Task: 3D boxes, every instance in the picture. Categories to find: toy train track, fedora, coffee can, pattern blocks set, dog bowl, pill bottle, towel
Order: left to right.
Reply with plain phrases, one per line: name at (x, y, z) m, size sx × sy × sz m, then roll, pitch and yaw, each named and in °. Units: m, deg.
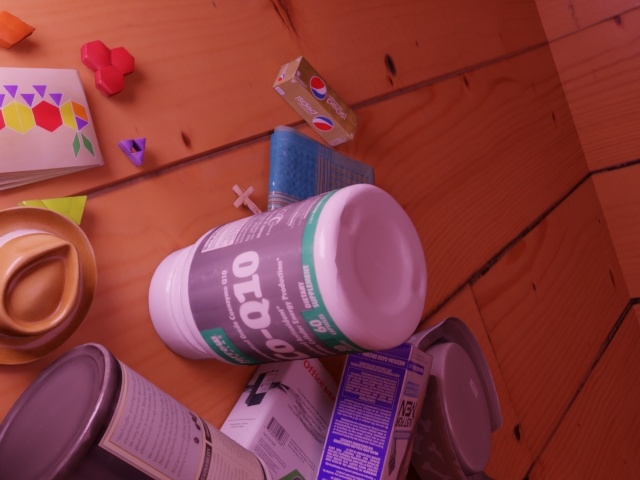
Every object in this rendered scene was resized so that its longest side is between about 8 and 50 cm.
fedora at (-0.338, 0.052, 0.815) m, size 0.194 × 0.079 × 0.194 m, roll 2°, pitch 87°, yaw -44°
pattern blocks set at (-0.370, -0.152, 0.897) m, size 0.324 × 0.026 × 0.286 m, roll -2°, pitch 80°, yaw -49°
coffee can at (-0.216, 0.278, 0.811) m, size 0.275 × 0.201 × 0.202 m, roll 45°, pitch 49°, yaw -31°
toy train track at (-0.118, -0.058, 1.161) m, size 0.083 × 0.014 × 0.048 m, roll 48°, pitch 60°, yaw -11°
pill bottle at (-0.057, 0.061, 0.934) m, size 0.204 × 0.361 × 0.204 m, roll 18°, pitch 66°, yaw -45°
towel at (0.000, 0.000, 1.269) m, size 0.271 × 0.040 × 0.370 m, roll 20°, pitch 66°, yaw -43°
dog bowl at (0.254, 0.328, 1.358) m, size 0.349 × 0.102 × 0.349 m, roll 40°, pitch 41°, yaw -48°

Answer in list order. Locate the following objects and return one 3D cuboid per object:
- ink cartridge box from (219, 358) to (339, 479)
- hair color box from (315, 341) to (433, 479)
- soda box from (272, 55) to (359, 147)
ink cartridge box at (-0.057, 0.289, 1.077) m, size 0.153 × 0.086 × 0.208 m, roll 55°, pitch 44°, yaw -23°
hair color box at (0.081, 0.328, 1.104) m, size 0.185 × 0.110 × 0.339 m, roll 37°, pitch 67°, yaw -66°
soda box at (-0.005, -0.261, 1.321) m, size 0.181 × 0.058 × 0.061 m, roll 42°, pitch 50°, yaw -34°
